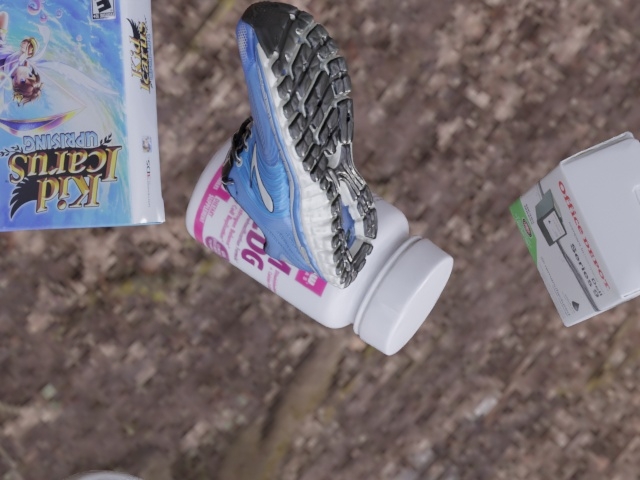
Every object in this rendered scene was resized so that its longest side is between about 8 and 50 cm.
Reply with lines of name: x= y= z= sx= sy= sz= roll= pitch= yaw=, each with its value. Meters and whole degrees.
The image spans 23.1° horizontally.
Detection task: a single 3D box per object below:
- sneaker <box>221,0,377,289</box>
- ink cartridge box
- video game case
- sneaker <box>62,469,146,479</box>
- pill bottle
sneaker: x=-0.047 y=-0.092 z=1.589 sx=0.130 sy=0.147 sz=0.330 roll=-54 pitch=144 yaw=-42
ink cartridge box: x=0.394 y=-0.011 z=2.234 sx=0.121 sy=0.211 sz=0.289 roll=-23 pitch=172 yaw=-11
video game case: x=-0.284 y=-0.131 z=1.499 sx=0.061 sy=0.269 sz=0.244 roll=-9 pitch=96 yaw=-64
sneaker: x=-0.001 y=0.207 z=0.619 sx=0.104 sy=0.296 sz=0.147 roll=-36 pitch=-179 yaw=-27
pill bottle: x=0.000 y=0.000 z=1.798 sx=0.160 sy=0.283 sz=0.160 roll=-51 pitch=163 yaw=-22
